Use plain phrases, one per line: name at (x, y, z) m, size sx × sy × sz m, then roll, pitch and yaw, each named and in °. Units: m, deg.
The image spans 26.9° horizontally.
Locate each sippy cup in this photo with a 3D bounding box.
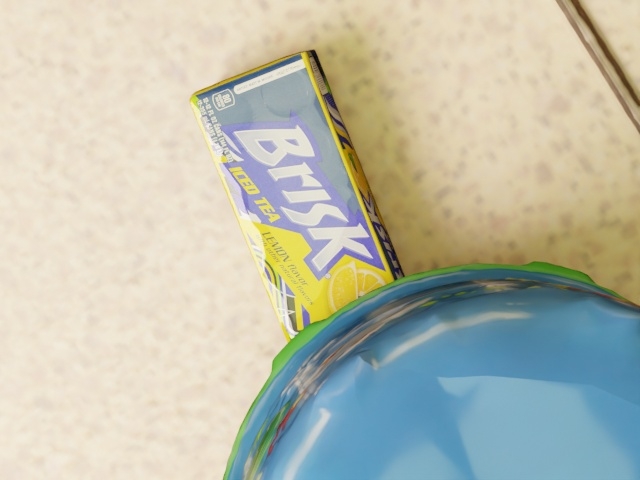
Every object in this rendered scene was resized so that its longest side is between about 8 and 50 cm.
sippy cup at (0.066, 0.111, 0.461) m, size 0.240 × 0.224 × 0.305 m, roll 39°, pitch 85°, yaw 8°

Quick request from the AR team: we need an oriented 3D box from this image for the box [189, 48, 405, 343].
box at (0.000, 0.000, 0.615) m, size 0.059 × 0.054 × 0.169 m, roll -21°, pitch 96°, yaw 7°
